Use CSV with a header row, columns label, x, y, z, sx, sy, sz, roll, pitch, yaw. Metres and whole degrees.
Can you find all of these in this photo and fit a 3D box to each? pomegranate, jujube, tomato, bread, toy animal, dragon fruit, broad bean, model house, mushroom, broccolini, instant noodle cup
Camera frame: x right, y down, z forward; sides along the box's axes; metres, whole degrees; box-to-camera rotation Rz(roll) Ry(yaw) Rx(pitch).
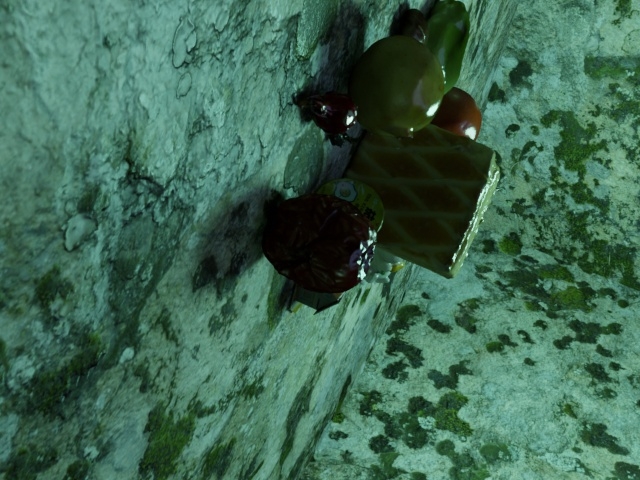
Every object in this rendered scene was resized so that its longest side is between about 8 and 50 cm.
label,x,y,z,sx,sy,sz,roll,pitch,yaw
pomegranate,0.172,-0.346,1.545,0.233,0.233,0.233,-57,162,-30
jujube,0.000,0.000,1.460,0.213,0.232,0.213,-56,157,-39
tomato,0.387,-0.372,2.172,0.256,0.256,0.224,77,23,-65
bread,0.275,-0.129,1.909,0.371,0.390,0.279,-65,169,1
toy animal,0.222,0.016,2.213,0.208,0.154,0.325,-23,150,-31
dragon fruit,0.017,-0.264,1.409,0.190,0.094,0.094,-13,126,-65
broad bean,0.349,-0.556,1.986,0.238,0.119,0.291,-10,118,-58
model house,0.027,0.117,1.888,0.219,0.136,0.207,-44,152,-53
mushroom,0.232,-0.516,1.758,0.170,0.080,0.135,-63,154,-24
broccolini,0.062,-0.256,1.678,0.218,0.042,0.044,-33,142,-73
instant noodle cup,0.058,-0.045,1.715,0.182,0.182,0.144,-59,173,-25
